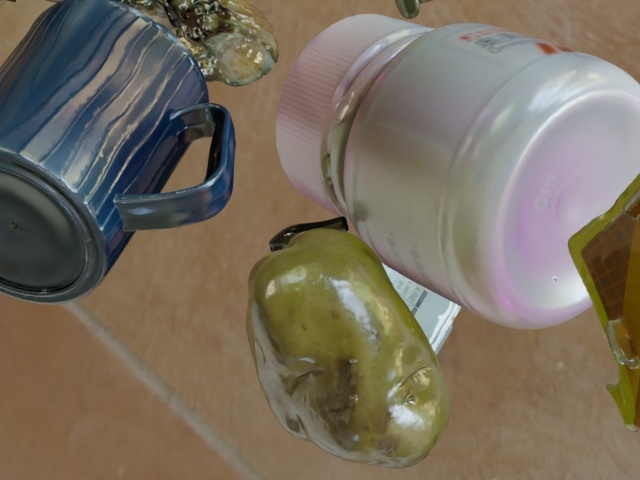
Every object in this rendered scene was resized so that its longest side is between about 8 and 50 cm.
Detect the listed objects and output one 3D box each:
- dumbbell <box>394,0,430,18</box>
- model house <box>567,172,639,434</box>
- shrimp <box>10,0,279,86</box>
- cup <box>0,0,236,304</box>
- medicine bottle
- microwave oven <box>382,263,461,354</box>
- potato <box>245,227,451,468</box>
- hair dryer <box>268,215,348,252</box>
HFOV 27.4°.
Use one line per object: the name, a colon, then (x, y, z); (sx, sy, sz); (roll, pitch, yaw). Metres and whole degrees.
dumbbell: (0.138, -0.281, 1.441); (0.118, 0.046, 0.052); (-16, 112, -8)
model house: (0.263, -0.031, 0.812); (0.242, 0.313, 0.357); (1, 100, -19)
shrimp: (-0.191, -0.221, 1.234); (0.365, 0.233, 0.071); (1, 127, -43)
cup: (-0.125, -0.053, 0.706); (0.150, 0.138, 0.113); (-20, 121, 34)
medicine bottle: (0.132, -0.082, 1.256); (0.256, 0.325, 0.256); (-16, 119, -33)
microwave oven: (0.067, 0.123, 1.708); (0.162, 0.122, 0.208); (41, 60, -9)
potato: (0.019, 0.089, 1.044); (0.137, 0.154, 0.200); (-32, 91, -28)
hair dryer: (0.000, 0.000, 1.253); (0.079, 0.083, 0.031); (-17, 75, 21)
